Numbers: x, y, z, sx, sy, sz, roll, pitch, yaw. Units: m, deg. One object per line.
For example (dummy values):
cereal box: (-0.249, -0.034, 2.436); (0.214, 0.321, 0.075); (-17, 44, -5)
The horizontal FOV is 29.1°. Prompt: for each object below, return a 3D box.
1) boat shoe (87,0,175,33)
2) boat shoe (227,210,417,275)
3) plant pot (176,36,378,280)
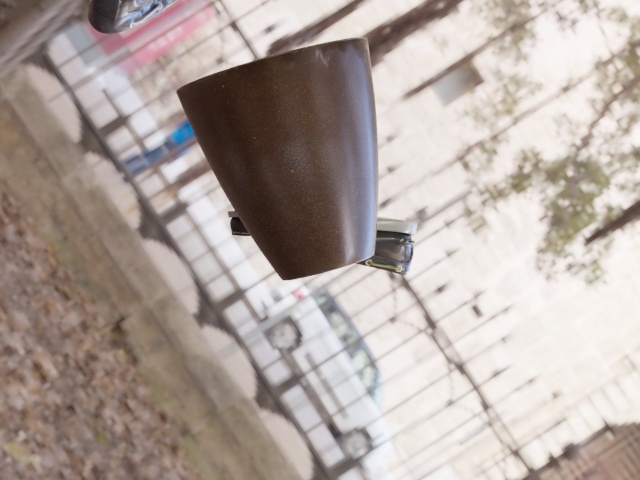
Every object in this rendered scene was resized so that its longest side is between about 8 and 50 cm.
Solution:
boat shoe: (-0.238, -0.364, 1.682); (0.112, 0.095, 0.335); (23, 25, 5)
boat shoe: (0.000, 0.000, 1.471); (0.081, 0.227, 0.069); (-124, -141, -85)
plant pot: (-0.024, -0.080, 1.345); (0.215, 0.215, 0.230); (-141, -144, -86)
